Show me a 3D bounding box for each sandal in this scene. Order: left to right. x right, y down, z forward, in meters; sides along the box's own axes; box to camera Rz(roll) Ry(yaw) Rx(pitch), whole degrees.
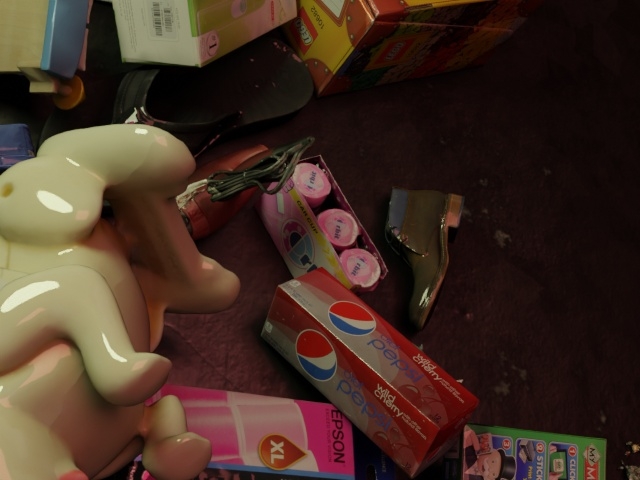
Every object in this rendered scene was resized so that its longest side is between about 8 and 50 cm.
[{"bbox_3d":[-0.177,-0.182,1.254,0.446,0.107,0.167,-34,83,-38],"label":"sandal"}]

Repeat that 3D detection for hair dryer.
[{"bbox_3d":[-0.095,-0.062,1.172,0.293,0.224,0.080,-94,159,-74],"label":"hair dryer"}]

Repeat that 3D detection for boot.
[{"bbox_3d":[0.127,0.020,1.343,0.106,0.082,0.219,16,59,6],"label":"boot"}]

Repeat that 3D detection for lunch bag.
[{"bbox_3d":[-0.381,-0.090,1.118,0.098,0.067,0.065,-9,68,-31],"label":"lunch bag"}]

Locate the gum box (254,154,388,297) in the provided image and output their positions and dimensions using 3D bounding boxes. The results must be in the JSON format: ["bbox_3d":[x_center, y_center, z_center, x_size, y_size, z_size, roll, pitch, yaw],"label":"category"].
[{"bbox_3d":[0.000,0.000,1.247,0.062,0.107,0.188,-21,75,-36],"label":"gum box"}]

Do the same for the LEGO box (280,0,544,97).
[{"bbox_3d":[0.069,-0.507,1.516,0.372,0.193,0.500,-16,72,-34],"label":"LEGO box"}]

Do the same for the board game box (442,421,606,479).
[{"bbox_3d":[0.241,0.386,1.147,0.213,0.046,0.317,12,75,-23],"label":"board game box"}]

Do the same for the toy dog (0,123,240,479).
[{"bbox_3d":[-0.289,0.119,0.887,0.395,0.284,0.408,7,51,6],"label":"toy dog"}]

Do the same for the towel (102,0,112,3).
[{"bbox_3d":[-0.268,-0.413,1.385,0.144,0.029,0.197,6,61,-25],"label":"towel"}]

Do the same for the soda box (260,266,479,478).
[{"bbox_3d":[0.053,0.149,1.141,0.263,0.092,0.083,40,39,25],"label":"soda box"}]

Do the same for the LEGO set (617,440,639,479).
[{"bbox_3d":[0.447,0.322,1.360,0.054,0.023,0.083,12,58,-22],"label":"LEGO set"}]

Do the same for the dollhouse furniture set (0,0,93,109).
[{"bbox_3d":[-0.379,-0.305,1.224,0.198,0.286,0.303,17,77,-65],"label":"dollhouse furniture set"}]

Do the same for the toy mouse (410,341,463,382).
[{"bbox_3d":[0.107,0.174,1.249,0.143,0.031,0.161,44,46,3],"label":"toy mouse"}]

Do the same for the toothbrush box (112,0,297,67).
[{"bbox_3d":[-0.147,-0.362,1.253,0.122,0.206,0.283,7,27,22],"label":"toothbrush box"}]

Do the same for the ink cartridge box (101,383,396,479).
[{"bbox_3d":[-0.062,0.269,1.095,0.371,0.069,0.175,12,58,-25],"label":"ink cartridge box"}]
